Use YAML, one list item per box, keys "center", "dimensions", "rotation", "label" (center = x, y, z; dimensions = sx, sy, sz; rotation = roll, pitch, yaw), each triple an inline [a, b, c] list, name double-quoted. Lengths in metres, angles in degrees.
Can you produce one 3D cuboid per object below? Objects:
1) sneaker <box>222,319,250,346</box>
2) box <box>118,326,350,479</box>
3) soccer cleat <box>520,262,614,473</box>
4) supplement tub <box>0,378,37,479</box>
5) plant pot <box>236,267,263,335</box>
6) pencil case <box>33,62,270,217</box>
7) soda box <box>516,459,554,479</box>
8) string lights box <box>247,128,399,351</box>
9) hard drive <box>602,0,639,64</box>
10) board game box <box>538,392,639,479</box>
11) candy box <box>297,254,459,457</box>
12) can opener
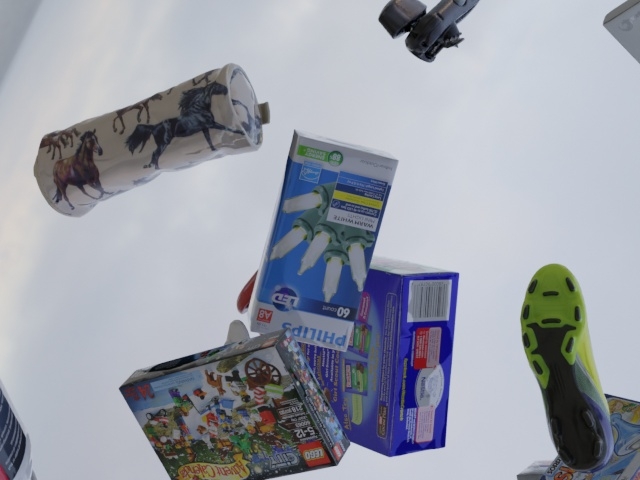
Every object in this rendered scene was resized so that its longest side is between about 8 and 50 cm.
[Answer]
- center: [-0.154, 0.204, 1.931]
  dimensions: [0.053, 0.061, 0.152]
  rotation: [140, -43, -57]
  label: "sneaker"
- center: [-0.101, 0.201, 1.314]
  dimensions: [0.233, 0.159, 0.044]
  rotation: [-18, -164, 31]
  label: "box"
- center: [0.341, 0.177, 1.586]
  dimensions: [0.093, 0.121, 0.289]
  rotation: [-13, -101, 20]
  label: "soccer cleat"
- center: [-0.359, 0.158, 0.967]
  dimensions: [0.191, 0.191, 0.272]
  rotation: [-91, 168, -56]
  label: "supplement tub"
- center: [-0.043, 0.110, 2.030]
  dimensions: [0.191, 0.174, 0.191]
  rotation: [-49, 177, -4]
  label: "plant pot"
- center: [-0.295, -0.176, 2.034]
  dimensions: [0.410, 0.160, 0.183]
  rotation: [-20, 176, 10]
  label: "pencil case"
- center: [0.400, 0.504, 1.858]
  dimensions: [0.098, 0.091, 0.286]
  rotation: [-10, -89, 32]
  label: "soda box"
- center: [0.000, 0.000, 1.479]
  dimensions: [0.077, 0.133, 0.260]
  rotation: [-121, -135, -75]
  label: "string lights box"
- center: [0.636, -0.301, 1.855]
  dimensions: [0.203, 0.307, 0.040]
  rotation: [-31, -156, 47]
  label: "hard drive"
- center: [0.443, 0.325, 1.746]
  dimensions: [0.136, 0.035, 0.201]
  rotation: [8, -136, 48]
  label: "board game box"
- center: [0.059, 0.159, 1.753]
  dimensions: [0.317, 0.122, 0.268]
  rotation: [11, -81, 53]
  label: "candy box"
- center: [0.126, -0.225, 1.094]
  dimensions: [0.059, 0.073, 0.186]
  rotation: [-33, -175, 43]
  label: "can opener"
